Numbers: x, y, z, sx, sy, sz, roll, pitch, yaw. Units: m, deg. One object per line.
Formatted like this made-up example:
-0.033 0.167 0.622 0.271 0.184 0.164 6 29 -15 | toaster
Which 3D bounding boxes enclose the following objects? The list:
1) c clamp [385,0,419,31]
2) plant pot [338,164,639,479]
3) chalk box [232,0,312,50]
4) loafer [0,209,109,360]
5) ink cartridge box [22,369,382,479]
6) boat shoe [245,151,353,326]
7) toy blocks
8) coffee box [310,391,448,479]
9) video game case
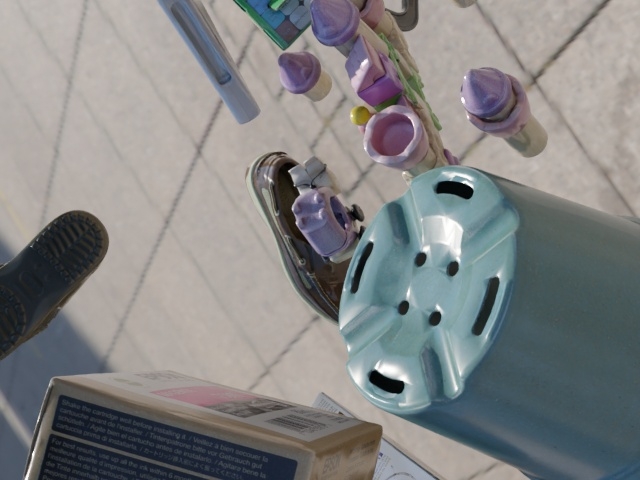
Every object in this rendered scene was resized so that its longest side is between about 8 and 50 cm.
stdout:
0.074 -0.336 1.668 0.137 0.160 0.022 22 144 -21 | c clamp
0.222 0.091 1.325 0.334 0.341 0.341 22 179 -34 | plant pot
-0.055 -0.375 1.924 0.132 0.132 0.213 45 -177 -7 | chalk box
-0.192 0.037 0.829 0.056 0.148 0.050 55 -175 5 | loafer
-0.074 0.158 0.927 0.193 0.088 0.235 14 180 14 | ink cartridge box
-0.006 0.005 1.621 0.257 0.095 0.095 56 159 -14 | boat shoe
0.044 -0.182 1.402 0.260 0.309 0.288 31 -145 -58 | toy blocks
0.084 0.280 1.376 0.246 0.098 0.141 31 175 47 | coffee box
-0.189 -0.327 1.455 0.329 0.036 0.300 61 -178 34 | video game case
